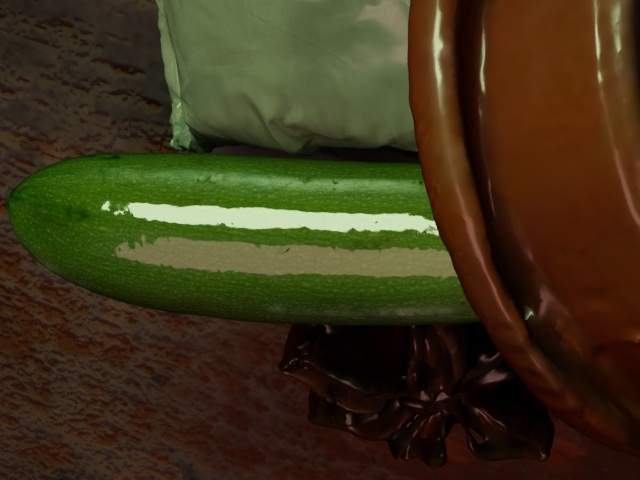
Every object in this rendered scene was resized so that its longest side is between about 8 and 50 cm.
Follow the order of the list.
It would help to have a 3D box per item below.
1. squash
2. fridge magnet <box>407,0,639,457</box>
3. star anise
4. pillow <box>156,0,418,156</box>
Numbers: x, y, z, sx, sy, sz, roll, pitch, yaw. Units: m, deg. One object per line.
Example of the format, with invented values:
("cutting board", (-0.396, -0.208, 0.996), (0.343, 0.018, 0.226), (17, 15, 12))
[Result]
("squash", (0.000, 0.000, 1.014), (0.395, 0.107, 0.107), (2, 122, 9))
("fridge magnet", (0.185, -0.064, 0.872), (0.155, 0.363, 0.363), (-11, 119, 45))
("star anise", (0.081, 0.079, 1.145), (0.190, 0.126, 0.220), (4, 146, 15))
("pillow", (0.026, -0.177, 0.990), (0.283, 0.138, 0.310), (2, 120, 11))
